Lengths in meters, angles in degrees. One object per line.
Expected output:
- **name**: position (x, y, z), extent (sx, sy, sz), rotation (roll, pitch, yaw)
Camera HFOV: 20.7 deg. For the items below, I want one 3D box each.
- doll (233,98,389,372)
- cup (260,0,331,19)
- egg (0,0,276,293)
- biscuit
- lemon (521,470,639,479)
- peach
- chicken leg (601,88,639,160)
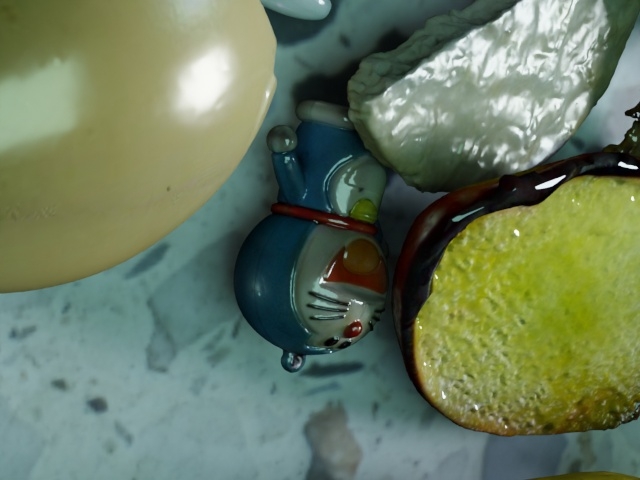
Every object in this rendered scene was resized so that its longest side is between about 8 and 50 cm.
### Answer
- **doll**: position (0.000, 0.000, 0.981), extent (0.114, 0.085, 0.152), rotation (17, 87, -46)
- **cup**: position (0.029, -0.246, 0.882), extent (0.173, 0.167, 0.299), rotation (30, 116, -19)
- **egg**: position (-0.143, -0.075, 0.823), extent (0.244, 0.201, 0.201), rotation (-36, 118, -36)
- **biscuit**: position (0.114, -0.099, 1.005), extent (0.250, 0.032, 0.133), rotation (-39, 135, -26)
- **lemon**: position (0.146, 0.292, 0.982), extent (0.364, 0.364, 0.364), rotation (-7, 107, -22)
- **peach**: position (0.132, 0.029, 1.042), extent (0.189, 0.068, 0.279), rotation (-33, 140, 2)
- **chicken leg**: position (0.230, -0.117, 1.043), extent (0.087, 0.107, 0.251), rotation (16, 107, -31)
